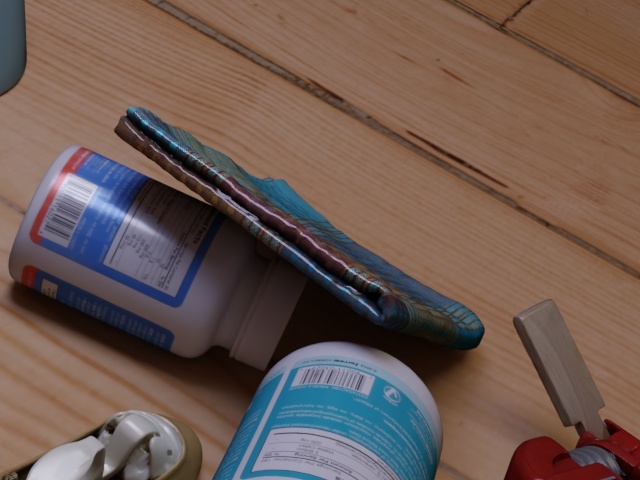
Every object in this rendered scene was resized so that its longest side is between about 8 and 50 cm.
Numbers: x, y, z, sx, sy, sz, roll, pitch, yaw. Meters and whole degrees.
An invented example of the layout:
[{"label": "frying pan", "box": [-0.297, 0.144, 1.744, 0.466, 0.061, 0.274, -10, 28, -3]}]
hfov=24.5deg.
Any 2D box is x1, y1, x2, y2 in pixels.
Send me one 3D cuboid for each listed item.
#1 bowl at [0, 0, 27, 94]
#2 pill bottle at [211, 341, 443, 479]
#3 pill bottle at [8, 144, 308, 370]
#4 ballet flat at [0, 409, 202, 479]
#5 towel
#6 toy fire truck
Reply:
[{"label": "bowl", "box": [-0.415, -0.279, 1.422, 0.312, 0.163, 0.311, 19, 31, -12]}, {"label": "pill bottle", "box": [-0.007, 0.190, 0.990, 0.146, 0.146, 0.264, 26, 30, 2]}, {"label": "pill bottle", "box": [-0.127, 0.021, 1.194, 0.222, 0.124, 0.124, 25, 30, -1]}, {"label": "ballet flat", "box": [-0.147, 0.159, 1.008, 0.080, 0.073, 0.232, 36, 31, 17]}, {"label": "towel", "box": [0.000, 0.000, 1.239, 0.271, 0.040, 0.370, 35, 3, 17]}, {"label": "toy fire truck", "box": [0.214, 0.176, 1.196, 0.217, 0.158, 0.246, -6, 30, -41]}]
